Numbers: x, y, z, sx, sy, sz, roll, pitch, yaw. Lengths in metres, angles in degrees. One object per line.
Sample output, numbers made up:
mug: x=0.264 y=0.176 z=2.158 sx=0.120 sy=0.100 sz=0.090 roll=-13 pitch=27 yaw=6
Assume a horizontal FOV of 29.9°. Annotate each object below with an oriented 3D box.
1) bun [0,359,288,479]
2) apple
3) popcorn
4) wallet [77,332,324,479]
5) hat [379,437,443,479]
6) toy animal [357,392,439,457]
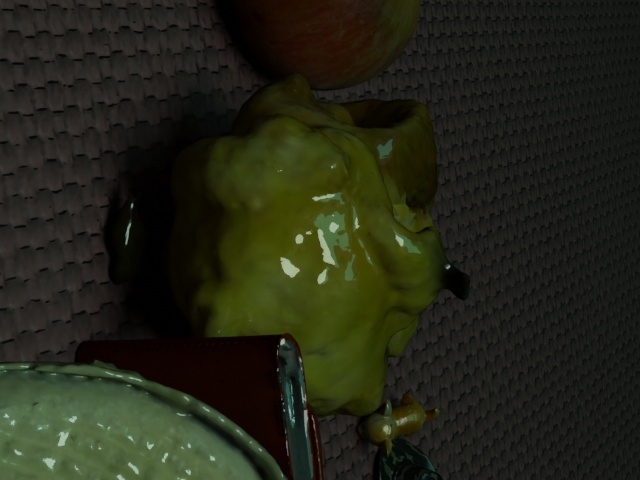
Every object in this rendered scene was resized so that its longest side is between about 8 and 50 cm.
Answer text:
bun: x=-0.175 y=0.254 z=0.701 sx=0.364 sy=0.202 sz=0.364 roll=7 pitch=69 yaw=-19
apple: x=0.002 y=-0.245 z=1.122 sx=0.209 sy=0.164 sz=0.209 roll=-12 pitch=90 yaw=-67
popcorn: x=0.000 y=0.000 z=1.003 sx=0.316 sy=0.281 sz=0.297 roll=-61 pitch=152 yaw=-24
wallet: x=-0.092 y=0.141 z=0.878 sx=0.045 sy=0.204 sz=0.142 roll=-10 pitch=94 yaw=-54
hat: x=0.103 y=0.269 z=1.298 sx=0.121 sy=0.050 sz=0.121 roll=13 pitch=74 yaw=-52
toy animal: x=0.082 y=0.194 z=1.260 sx=0.083 sy=0.081 sz=0.060 roll=1 pitch=87 yaw=-77
